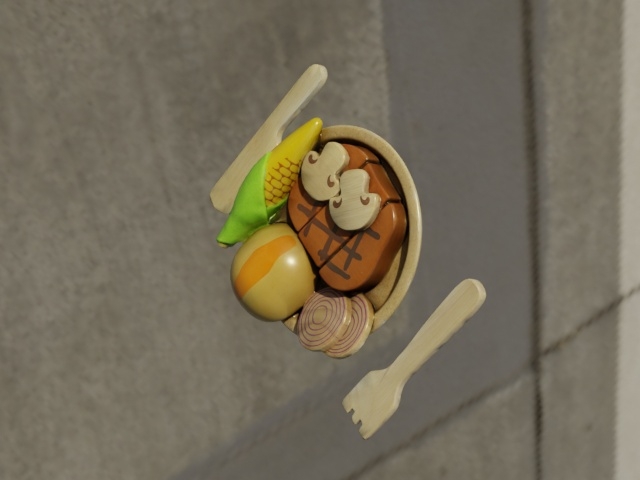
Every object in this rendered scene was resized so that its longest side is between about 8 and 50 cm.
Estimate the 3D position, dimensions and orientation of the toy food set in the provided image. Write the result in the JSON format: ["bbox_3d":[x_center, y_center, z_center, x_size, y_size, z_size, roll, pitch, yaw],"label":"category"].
[{"bbox_3d":[0.000,0.000,0.801,0.038,0.192,0.132,6,131,-48],"label":"toy food set"}]
